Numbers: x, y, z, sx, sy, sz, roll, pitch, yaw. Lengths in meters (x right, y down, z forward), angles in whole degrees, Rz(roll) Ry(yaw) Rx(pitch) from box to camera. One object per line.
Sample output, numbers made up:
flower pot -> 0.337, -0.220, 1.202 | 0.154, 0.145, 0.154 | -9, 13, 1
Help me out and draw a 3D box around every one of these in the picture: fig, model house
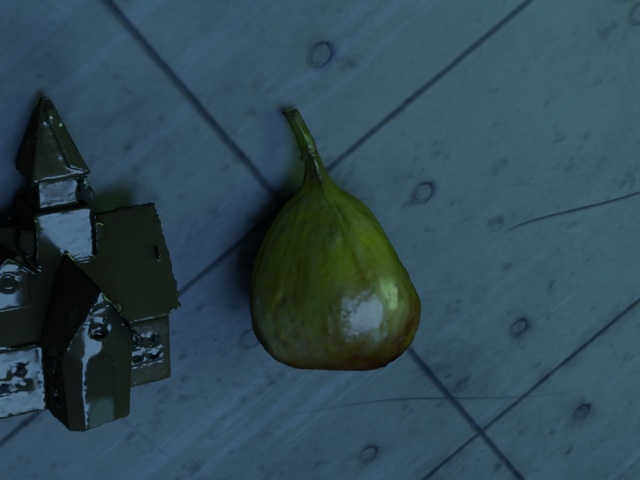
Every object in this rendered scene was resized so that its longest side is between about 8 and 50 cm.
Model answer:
fig -> 0.000, 0.000, 1.280 | 0.159, 0.159, 0.257 | -21, 114, -18
model house -> -0.208, 0.009, 1.134 | 0.180, 0.176, 0.248 | -12, 114, -25
